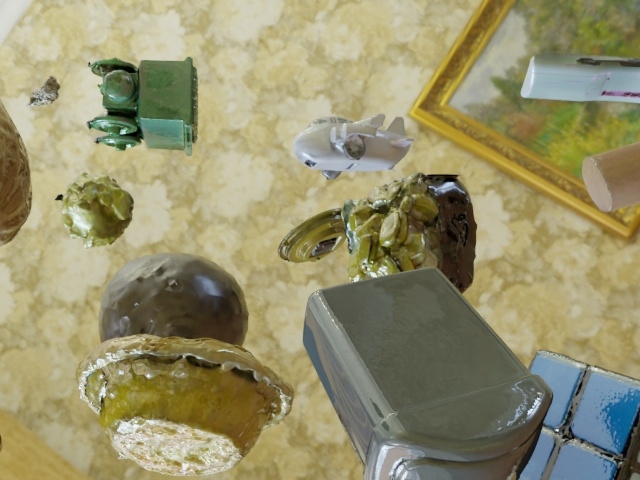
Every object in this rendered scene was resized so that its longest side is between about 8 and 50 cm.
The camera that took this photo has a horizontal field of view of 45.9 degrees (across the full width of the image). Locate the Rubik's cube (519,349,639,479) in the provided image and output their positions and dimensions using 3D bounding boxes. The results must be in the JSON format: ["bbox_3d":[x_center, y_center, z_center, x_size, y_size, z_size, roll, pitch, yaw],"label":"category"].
[{"bbox_3d":[0.333,0.244,0.864,0.183,0.180,0.167,13,78,64],"label":"Rubik's cube"}]

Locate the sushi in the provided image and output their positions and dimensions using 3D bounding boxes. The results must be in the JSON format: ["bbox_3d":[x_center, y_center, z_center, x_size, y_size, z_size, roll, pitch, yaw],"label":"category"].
[{"bbox_3d":[0.177,0.006,1.785,0.285,0.329,0.327,-2,-86,-41],"label":"sushi"}]

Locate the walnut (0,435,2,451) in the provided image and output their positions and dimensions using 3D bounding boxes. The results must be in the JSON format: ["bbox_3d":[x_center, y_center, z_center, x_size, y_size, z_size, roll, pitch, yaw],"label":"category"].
[{"bbox_3d":[-0.486,0.304,0.957,0.167,0.087,0.211,-32,-9,-1],"label":"walnut"}]

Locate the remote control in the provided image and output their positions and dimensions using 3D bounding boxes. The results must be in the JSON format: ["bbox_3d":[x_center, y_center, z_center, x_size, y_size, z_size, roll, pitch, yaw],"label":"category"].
[{"bbox_3d":[0.330,-0.190,0.909,0.065,0.166,0.029,92,-178,-53],"label":"remote control"}]

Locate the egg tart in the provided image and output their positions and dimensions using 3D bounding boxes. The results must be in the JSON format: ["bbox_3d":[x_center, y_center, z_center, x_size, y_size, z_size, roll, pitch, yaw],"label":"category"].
[{"bbox_3d":[-0.235,0.294,1.302,0.387,0.388,0.168,102,173,-54],"label":"egg tart"}]

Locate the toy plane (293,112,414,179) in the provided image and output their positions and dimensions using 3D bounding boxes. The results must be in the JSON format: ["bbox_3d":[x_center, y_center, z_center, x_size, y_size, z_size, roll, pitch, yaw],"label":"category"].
[{"bbox_3d":[0.066,-0.194,1.521,0.252,0.252,0.118,35,-133,-75],"label":"toy plane"}]

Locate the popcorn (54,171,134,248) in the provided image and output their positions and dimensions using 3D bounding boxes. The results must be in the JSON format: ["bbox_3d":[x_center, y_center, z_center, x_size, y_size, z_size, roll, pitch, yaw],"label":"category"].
[{"bbox_3d":[-0.489,-0.069,1.636,0.173,0.142,0.173,-45,-28,-32],"label":"popcorn"}]

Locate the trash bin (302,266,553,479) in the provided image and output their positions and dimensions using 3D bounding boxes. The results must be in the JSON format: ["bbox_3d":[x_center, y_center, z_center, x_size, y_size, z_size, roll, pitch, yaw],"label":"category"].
[{"bbox_3d":[0.097,0.135,0.710,0.177,0.236,0.101,-12,-49,-21],"label":"trash bin"}]

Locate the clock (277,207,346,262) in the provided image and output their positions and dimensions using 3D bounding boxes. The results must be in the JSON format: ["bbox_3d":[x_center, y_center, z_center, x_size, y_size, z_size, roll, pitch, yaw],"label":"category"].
[{"bbox_3d":[0.000,0.000,2.006,0.237,0.057,0.237,-26,-23,-11],"label":"clock"}]

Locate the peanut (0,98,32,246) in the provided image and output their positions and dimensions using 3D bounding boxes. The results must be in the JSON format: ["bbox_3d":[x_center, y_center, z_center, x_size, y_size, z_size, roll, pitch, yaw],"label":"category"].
[{"bbox_3d":[-0.280,-0.096,0.555,0.095,0.108,0.225,-23,-71,-24],"label":"peanut"}]

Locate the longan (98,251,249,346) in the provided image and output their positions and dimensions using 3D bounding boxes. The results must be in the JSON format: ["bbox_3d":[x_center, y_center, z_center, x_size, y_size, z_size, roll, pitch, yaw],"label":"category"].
[{"bbox_3d":[-0.383,0.212,1.967,0.391,0.391,0.391,-51,-16,-21],"label":"longan"}]

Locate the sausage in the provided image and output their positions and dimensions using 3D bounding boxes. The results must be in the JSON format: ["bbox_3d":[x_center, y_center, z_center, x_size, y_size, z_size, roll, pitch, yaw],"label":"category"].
[{"bbox_3d":[0.675,-0.148,1.528,0.253,0.123,0.123,-17,-17,2],"label":"sausage"}]

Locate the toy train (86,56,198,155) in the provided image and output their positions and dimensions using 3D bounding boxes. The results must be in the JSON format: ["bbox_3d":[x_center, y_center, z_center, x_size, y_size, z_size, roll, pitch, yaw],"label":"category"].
[{"bbox_3d":[-0.335,-0.253,1.442,0.266,0.202,0.145,143,127,-78],"label":"toy train"}]

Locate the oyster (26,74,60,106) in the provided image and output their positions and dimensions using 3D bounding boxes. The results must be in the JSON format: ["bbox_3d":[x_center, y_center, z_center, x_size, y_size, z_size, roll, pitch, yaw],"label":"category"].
[{"bbox_3d":[-0.499,-0.259,1.362,0.081,0.038,0.083,-41,21,0],"label":"oyster"}]
